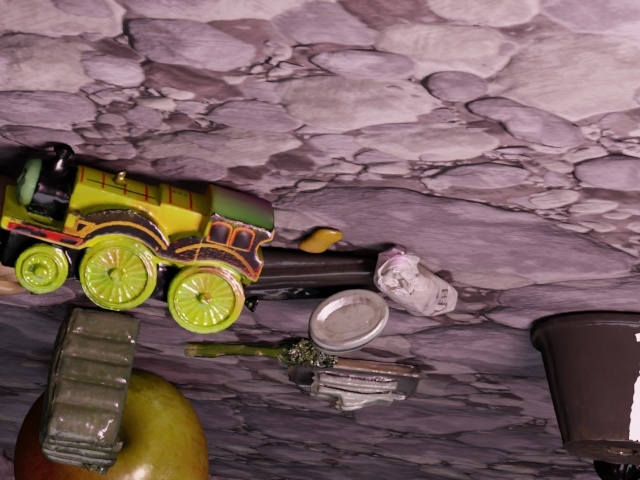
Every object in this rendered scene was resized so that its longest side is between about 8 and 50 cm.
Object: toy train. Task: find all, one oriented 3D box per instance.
[{"bbox_3d":[-0.196,-0.004,1.630,0.296,0.160,0.100,14,-159,-13],"label":"toy train"}]

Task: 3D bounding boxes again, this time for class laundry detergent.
[{"bbox_3d":[0.033,0.106,1.940,0.099,0.070,0.225,-26,173,-3],"label":"laundry detergent"}]

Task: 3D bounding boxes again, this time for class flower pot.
[{"bbox_3d":[0.403,0.203,2.051,0.269,0.166,0.269,6,165,2],"label":"flower pot"}]

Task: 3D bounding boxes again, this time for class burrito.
[{"bbox_3d":[0.113,0.055,1.852,0.064,0.064,0.203,0,164,21],"label":"burrito"}]

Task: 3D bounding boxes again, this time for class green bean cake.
[{"bbox_3d":[-0.342,0.223,2.299,0.125,0.222,0.227,8,160,-6],"label":"green bean cake"}]

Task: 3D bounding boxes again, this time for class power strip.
[{"bbox_3d":[0.050,0.236,2.461,0.213,0.064,0.198,5,165,3],"label":"power strip"}]

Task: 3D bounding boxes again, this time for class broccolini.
[{"bbox_3d":[-0.093,0.175,2.341,0.254,0.057,0.071,-5,117,25],"label":"broccolini"}]

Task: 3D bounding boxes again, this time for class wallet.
[{"bbox_3d":[-0.035,0.048,1.911,0.245,0.052,0.168,1,166,11],"label":"wallet"}]

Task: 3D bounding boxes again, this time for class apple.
[{"bbox_3d":[-0.348,0.377,2.630,0.340,0.339,0.339,6,163,2],"label":"apple"}]

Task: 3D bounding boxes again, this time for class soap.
[{"bbox_3d":[0.000,0.000,1.791,0.034,0.012,0.089,12,163,-18],"label":"soap"}]

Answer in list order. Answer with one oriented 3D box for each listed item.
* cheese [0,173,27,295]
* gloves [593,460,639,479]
[{"bbox_3d":[-0.408,-0.013,1.729,0.218,0.117,0.235,-11,157,40],"label":"cheese"},{"bbox_3d":[0.544,0.341,2.538,0.203,0.124,0.164,-36,161,36],"label":"gloves"}]
